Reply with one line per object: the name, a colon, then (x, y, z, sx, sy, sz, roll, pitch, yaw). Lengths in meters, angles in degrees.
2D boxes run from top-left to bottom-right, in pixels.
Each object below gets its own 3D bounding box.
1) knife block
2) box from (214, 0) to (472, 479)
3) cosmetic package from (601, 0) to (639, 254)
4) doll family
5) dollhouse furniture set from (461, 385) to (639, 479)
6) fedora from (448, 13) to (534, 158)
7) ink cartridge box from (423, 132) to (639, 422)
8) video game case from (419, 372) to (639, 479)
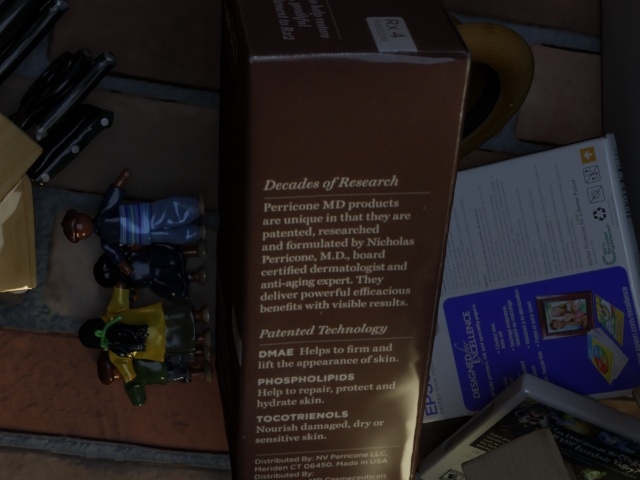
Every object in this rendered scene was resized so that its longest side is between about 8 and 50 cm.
knife block: (-0.288, -0.080, 0.898, 0.275, 0.088, 0.242, -7, 102, -25)
box: (0.000, 0.000, 0.860, 0.143, 0.191, 0.381, -1, 124, -10)
cosmetic package: (0.338, -0.046, 1.008, 0.155, 0.197, 0.365, -2, 97, -12)
doll family: (-0.146, 0.040, 0.977, 0.111, 0.076, 0.193, -3, 91, -8)
dollhouse furniture set: (0.207, 0.335, 0.909, 0.394, 0.256, 0.362, -25, 141, 10)
fedora: (0.072, -0.125, 0.984, 0.194, 0.194, 0.079, -15, 58, -10)
ink cartridge box: (0.160, 0.035, 1.011, 0.208, 0.045, 0.206, -12, 89, 25)
video game case: (0.206, 0.188, 1.030, 0.190, 0.173, 0.022, 23, 49, -13)
